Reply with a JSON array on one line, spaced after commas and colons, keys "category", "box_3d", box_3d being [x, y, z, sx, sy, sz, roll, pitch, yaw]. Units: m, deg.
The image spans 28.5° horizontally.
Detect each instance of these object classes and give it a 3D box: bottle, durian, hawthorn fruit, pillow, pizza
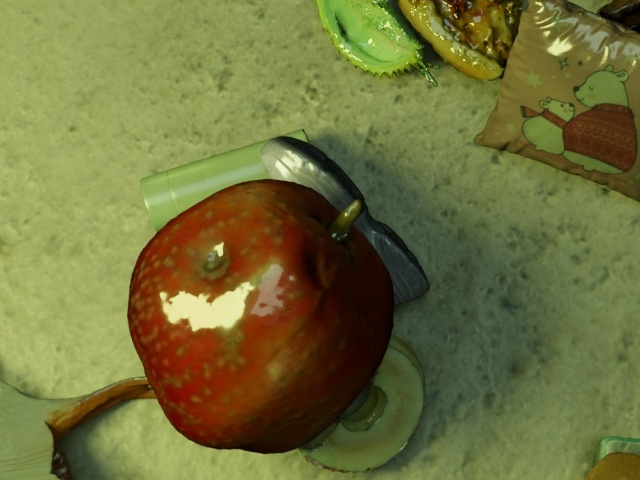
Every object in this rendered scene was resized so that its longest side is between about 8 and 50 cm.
[{"category": "bottle", "box_3d": [-0.104, -0.068, 1.473, 0.201, 0.072, 0.072, -16, 75, 0]}, {"category": "durian", "box_3d": [0.063, -0.252, 1.496, 0.086, 0.100, 0.215, -44, 85, -6]}, {"category": "hawthorn fruit", "box_3d": [-0.054, 0.066, 1.270, 0.300, 0.275, 0.275, -45, 75, 19]}, {"category": "pillow", "box_3d": [0.304, -0.151, 1.406, 0.236, 0.223, 0.084, 24, 47, 14]}, {"category": "pizza", "box_3d": [0.156, -0.326, 1.500, 0.161, 0.085, 0.305, -18, 73, -21]}]

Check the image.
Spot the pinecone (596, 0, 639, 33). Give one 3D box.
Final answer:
[{"category": "pinecone", "box_3d": [0.421, -0.276, 1.428, 0.229, 0.202, 0.201, -32, 108, -5]}]

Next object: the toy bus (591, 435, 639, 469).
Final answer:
[{"category": "toy bus", "box_3d": [0.419, 0.271, 1.341, 0.261, 0.091, 0.109, 5, 69, 4]}]

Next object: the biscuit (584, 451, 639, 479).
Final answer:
[{"category": "biscuit", "box_3d": [0.272, 0.331, 1.276, 0.262, 0.052, 0.277, 42, 92, 18]}]

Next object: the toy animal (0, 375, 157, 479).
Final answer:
[{"category": "toy animal", "box_3d": [-0.290, 0.198, 1.392, 0.302, 0.225, 0.284, 33, 61, 23]}]

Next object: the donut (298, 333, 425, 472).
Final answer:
[{"category": "donut", "box_3d": [0.053, 0.185, 1.386, 0.108, 0.065, 0.166, 39, 87, -30]}]

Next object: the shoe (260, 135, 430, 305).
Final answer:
[{"category": "shoe", "box_3d": [0.000, 0.000, 1.412, 0.137, 0.095, 0.245, -41, 101, 6]}]
